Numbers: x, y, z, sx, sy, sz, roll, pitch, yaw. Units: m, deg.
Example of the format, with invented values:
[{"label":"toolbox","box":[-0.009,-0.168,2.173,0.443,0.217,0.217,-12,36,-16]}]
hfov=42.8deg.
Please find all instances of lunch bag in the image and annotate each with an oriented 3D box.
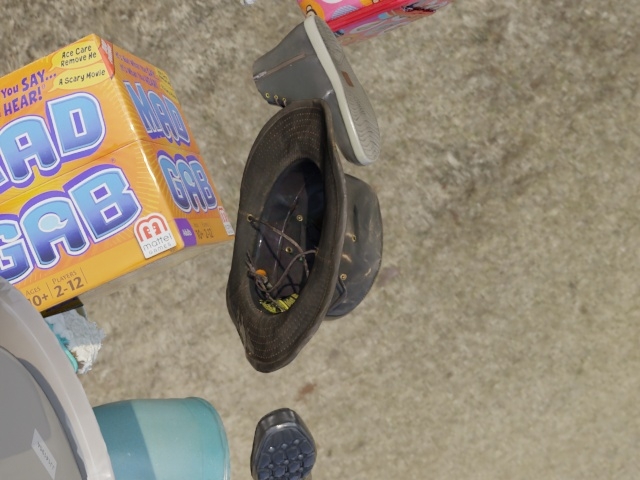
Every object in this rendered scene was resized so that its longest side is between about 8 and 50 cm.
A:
[{"label":"lunch bag","box":[0.116,-0.426,1.391,0.258,0.120,0.293,-17,-172,25]}]

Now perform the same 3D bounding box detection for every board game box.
[{"label":"board game box","box":[-0.409,-0.089,1.416,0.356,0.356,0.356,-23,179,7]}]

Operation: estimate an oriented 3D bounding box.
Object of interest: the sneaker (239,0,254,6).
[{"label":"sneaker","box":[-0.198,-0.551,1.610,0.232,0.090,0.115,34,82,-28]}]

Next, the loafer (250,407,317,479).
[{"label":"loafer","box":[-0.045,0.244,0.927,0.076,0.078,0.223,-14,142,-9]}]

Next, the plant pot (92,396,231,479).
[{"label":"plant pot","box":[-0.325,0.380,1.319,0.255,0.271,0.271,14,121,-36]}]

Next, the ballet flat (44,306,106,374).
[{"label":"ballet flat","box":[-0.587,0.096,1.646,0.147,0.147,0.409,-34,108,1]}]

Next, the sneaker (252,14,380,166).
[{"label":"sneaker","box":[-0.005,-0.177,1.087,0.118,0.222,0.083,-30,159,26]}]

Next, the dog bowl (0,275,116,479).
[{"label":"dog bowl","box":[-0.235,0.195,0.555,0.102,0.348,0.348,-18,139,-2]}]

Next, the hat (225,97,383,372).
[{"label":"hat","box":[0.000,0.000,0.998,0.134,0.331,0.331,10,124,-26]}]
